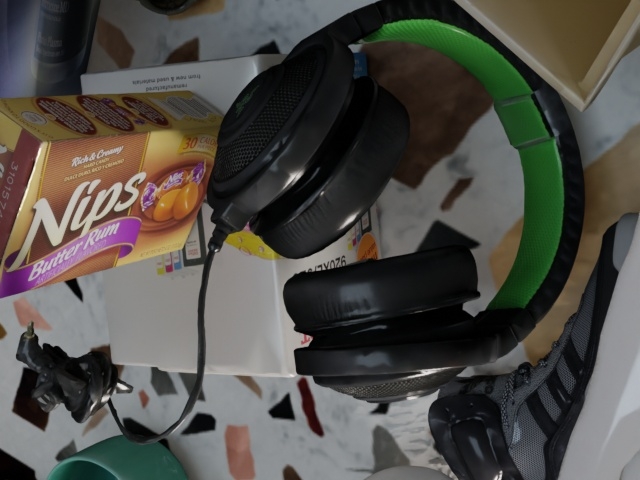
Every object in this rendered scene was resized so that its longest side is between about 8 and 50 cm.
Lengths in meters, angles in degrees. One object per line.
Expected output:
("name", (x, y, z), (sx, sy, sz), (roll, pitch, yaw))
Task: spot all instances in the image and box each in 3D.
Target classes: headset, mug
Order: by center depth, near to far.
("headset", (0.000, 0.000, 0.652), (0.185, 0.394, 0.243), (-13, 107, 60))
("mug", (-0.179, 0.262, 0.963), (0.158, 0.097, 0.129), (37, 115, 18))

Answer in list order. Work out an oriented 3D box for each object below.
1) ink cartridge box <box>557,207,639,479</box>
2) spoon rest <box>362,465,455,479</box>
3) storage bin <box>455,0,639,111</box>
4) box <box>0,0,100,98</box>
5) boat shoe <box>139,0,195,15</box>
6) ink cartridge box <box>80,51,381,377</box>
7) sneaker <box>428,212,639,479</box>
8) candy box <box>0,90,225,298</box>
("ink cartridge box", (0.255, 0.075, 0.506), (0.166, 0.395, 0.285), (19, 109, 26))
("spoon rest", (0.089, 0.306, 0.742), (0.137, 0.084, 0.276), (-23, 72, 22))
("storage bin", (0.126, -0.259, 0.517), (0.262, 0.123, 0.260), (46, 149, 18))
("box", (-0.299, -0.205, 0.778), (0.183, 0.296, 0.294), (13, 95, 4))
("boat shoe", (-0.103, -0.263, 0.740), (0.305, 0.109, 0.091), (148, 105, -72))
("ink cartridge box", (-0.062, -0.026, 0.798), (0.168, 0.171, 0.232), (0, 100, 30))
("sneaker", (0.164, 0.102, 0.734), (0.153, 0.101, 0.268), (14, 104, 30))
("candy box", (-0.142, -0.036, 0.632), (0.053, 0.187, 0.109), (35, 113, 19))
